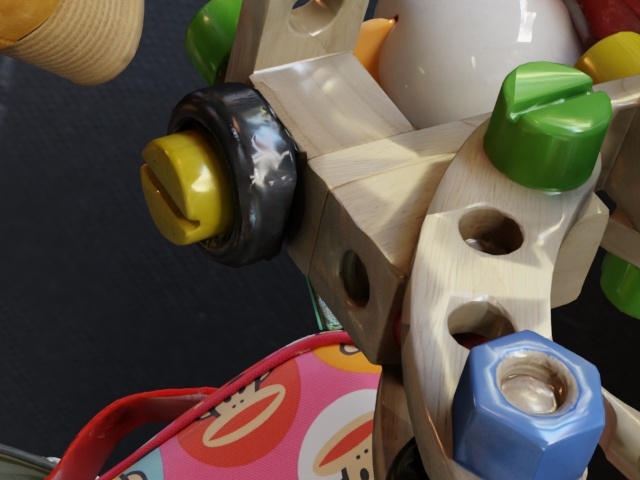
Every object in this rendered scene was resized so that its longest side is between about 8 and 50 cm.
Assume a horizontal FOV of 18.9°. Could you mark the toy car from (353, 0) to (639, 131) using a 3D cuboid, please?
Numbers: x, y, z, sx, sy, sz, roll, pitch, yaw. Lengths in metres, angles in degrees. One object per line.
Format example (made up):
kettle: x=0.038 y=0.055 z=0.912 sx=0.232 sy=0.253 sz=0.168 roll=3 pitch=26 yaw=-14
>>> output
toy car: x=0.116 y=-0.104 z=1.021 sx=0.238 sy=0.210 sz=0.219 roll=-22 pitch=55 yaw=3

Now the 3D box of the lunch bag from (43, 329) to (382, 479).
lunch bag: x=-0.044 y=0.181 z=0.816 sx=0.293 sy=0.120 sz=0.258 roll=-34 pitch=57 yaw=5

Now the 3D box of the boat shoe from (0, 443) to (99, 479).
boat shoe: x=-0.198 y=0.227 z=1.455 sx=0.303 sy=0.091 sz=0.114 roll=15 pitch=61 yaw=10

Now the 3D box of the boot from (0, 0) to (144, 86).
boot: x=-0.156 y=-0.222 z=0.829 sx=0.104 sy=0.211 sz=0.295 roll=-16 pitch=67 yaw=21

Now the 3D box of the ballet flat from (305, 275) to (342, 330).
ballet flat: x=0.000 y=0.000 z=2.003 sx=0.070 sy=0.070 sz=0.188 roll=-12 pitch=103 yaw=33

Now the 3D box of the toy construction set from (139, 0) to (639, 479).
toy construction set: x=0.078 y=0.009 z=0.654 sx=0.257 sy=0.309 sz=0.237 roll=-38 pitch=56 yaw=-12
